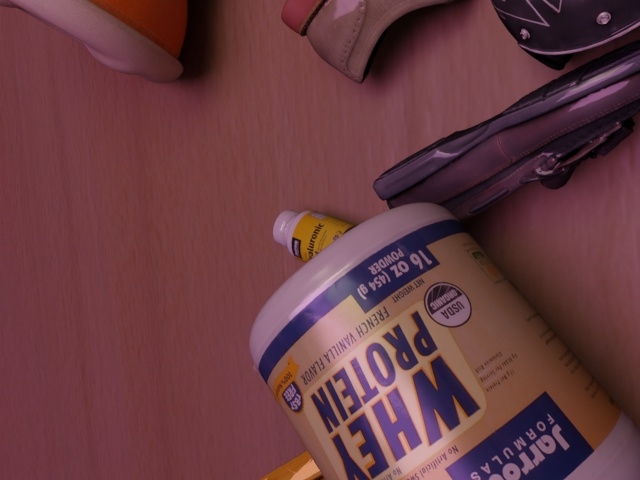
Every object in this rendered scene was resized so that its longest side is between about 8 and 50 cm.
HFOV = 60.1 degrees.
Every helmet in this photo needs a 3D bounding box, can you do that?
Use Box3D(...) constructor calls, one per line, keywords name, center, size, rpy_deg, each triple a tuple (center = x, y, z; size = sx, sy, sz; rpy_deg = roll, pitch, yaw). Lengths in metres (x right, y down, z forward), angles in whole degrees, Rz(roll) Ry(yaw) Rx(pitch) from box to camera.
Box3D(name="helmet", center=(0.205, -0.219, 0.420), size=(0.169, 0.161, 0.170), rpy_deg=(0, 89, 39))

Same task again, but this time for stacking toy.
Box3D(name="stacking toy", center=(-0.251, -0.485, 0.715), size=(0.350, 0.350, 0.480), rpy_deg=(31, 95, 31))

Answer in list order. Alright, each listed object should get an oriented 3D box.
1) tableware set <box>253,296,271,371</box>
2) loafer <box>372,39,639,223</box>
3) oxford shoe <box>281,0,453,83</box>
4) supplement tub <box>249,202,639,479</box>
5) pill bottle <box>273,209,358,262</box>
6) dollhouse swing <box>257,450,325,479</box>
Box3D(name="tableware set", center=(-0.005, 0.146, 0.709), size=(0.194, 0.039, 0.128), rpy_deg=(5, 98, 38))
Box3D(name="loafer", center=(0.186, -0.078, 0.511), size=(0.302, 0.109, 0.095), rpy_deg=(-24, 100, 43))
Box3D(name="oxford shoe", center=(0.117, -0.307, 0.540), size=(0.130, 0.123, 0.348), rpy_deg=(46, 122, -6))
Box3D(name="supplement tub", center=(0.109, 0.151, 0.465), size=(0.316, 0.228, 0.228), rpy_deg=(53, 123, 21))
Box3D(name="pill bottle", center=(0.000, 0.000, 0.673), size=(0.116, 0.065, 0.065), rpy_deg=(21, 108, 35))
Box3D(name="dollhouse swing", center=(0.025, 0.365, 0.481), size=(0.315, 0.305, 0.347), rpy_deg=(-36, 66, 15))
